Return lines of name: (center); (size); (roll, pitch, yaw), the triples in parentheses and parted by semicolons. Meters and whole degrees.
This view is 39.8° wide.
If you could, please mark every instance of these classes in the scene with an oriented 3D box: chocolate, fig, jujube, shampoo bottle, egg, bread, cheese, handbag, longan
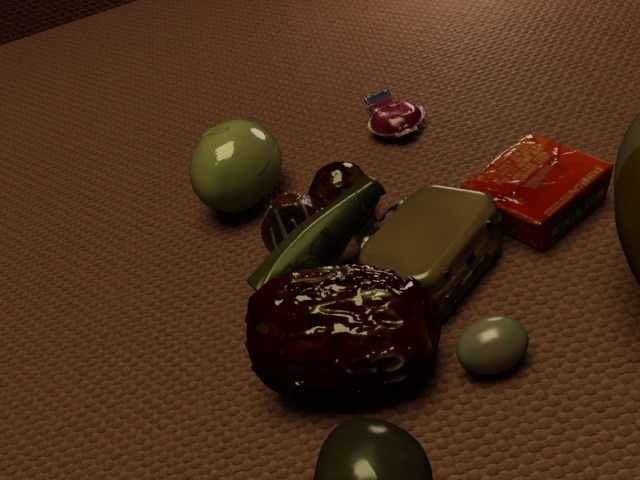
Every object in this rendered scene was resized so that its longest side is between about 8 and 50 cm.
chocolate: (0.465, -0.104, 1.901); (0.237, 0.108, 0.234); (-36, 40, -22)
fig: (0.032, -0.111, 2.051); (0.202, 0.150, 0.148); (7, 2, 11)
jujube: (0.028, 0.171, 1.657); (0.376, 0.258, 0.258); (-6, 40, 27)
shampoo bottle: (0.000, 0.000, 1.897); (0.350, 0.125, 0.084); (-45, 41, -6)
egg: (0.312, 0.190, 1.612); (0.135, 0.103, 0.103); (-22, 38, -1)
bread: (-0.053, -0.026, 1.981); (0.160, 0.161, 0.073); (-15, 23, 6)
egg: (-0.210, -0.187, 2.195); (0.219, 0.219, 0.269); (0, 42, 23)
cheese: (0.187, -0.333, 2.329); (0.155, 0.062, 0.244); (-23, 37, -5)
handbag: (0.204, 0.014, 1.840); (0.283, 0.149, 0.302); (20, 54, 36)
longan: (0.082, 0.384, 1.410); (0.196, 0.197, 0.220); (-9, 33, 13)

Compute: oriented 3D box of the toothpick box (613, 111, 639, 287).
toothpick box: (0.704, -0.038, 1.479); (0.408, 0.409, 0.426); (-9, 56, 13)
